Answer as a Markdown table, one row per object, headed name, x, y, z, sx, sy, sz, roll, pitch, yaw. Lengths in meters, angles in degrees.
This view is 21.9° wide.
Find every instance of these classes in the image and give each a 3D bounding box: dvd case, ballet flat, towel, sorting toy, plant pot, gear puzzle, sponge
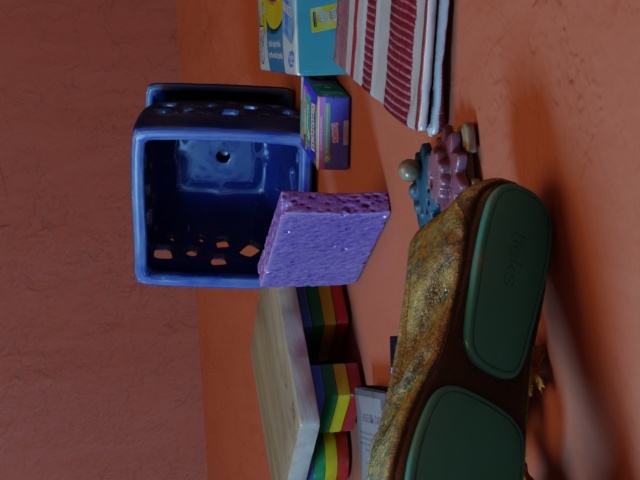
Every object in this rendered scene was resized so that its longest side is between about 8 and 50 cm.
| name | x | y | z | sx | sy | sz | roll | pitch | yaw |
| --- | --- | --- | --- | --- | --- | --- | --- | --- | --- |
| dvd case | 0.074 | 0.277 | 1.765 | 0.179 | 0.029 | 0.239 | 166 | 101 | -79 |
| ballet flat | 0.090 | 0.115 | 1.189 | 0.123 | 0.123 | 0.349 | 107 | 178 | -60 |
| towel | 0.072 | -0.253 | 1.611 | 0.329 | 0.037 | 0.237 | -125 | 36 | -67 |
| sorting toy | -0.016 | 0.173 | 2.034 | 0.255 | 0.089 | 0.257 | 102 | 161 | -54 |
| plant pot | -0.135 | -0.086 | 2.227 | 0.212 | 0.236 | 0.236 | -99 | 11 | -61 |
| gear puzzle | 0.111 | 0.074 | 1.475 | 0.175 | 0.044 | 0.339 | 143 | 122 | -77 |
| sponge | 0.000 | 0.000 | 1.831 | 0.210 | 0.117 | 0.031 | 112 | 155 | -65 |

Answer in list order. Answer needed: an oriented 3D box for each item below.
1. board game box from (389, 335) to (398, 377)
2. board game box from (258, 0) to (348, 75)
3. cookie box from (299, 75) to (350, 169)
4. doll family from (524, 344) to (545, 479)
| name | x | y | z | sx | sy | sz | roll | pitch | yaw |
| --- | --- | --- | --- | --- | --- | --- | --- | --- | --- |
| board game box | 0.086 | 0.204 | 1.592 | 0.136 | 0.035 | 0.201 | -78 | -13 | -80 |
| board game box | -0.021 | -0.364 | 1.928 | 0.254 | 0.079 | 0.336 | -150 | 57 | -76 |
| cookie box | 0.005 | -0.142 | 1.963 | 0.107 | 0.040 | 0.092 | -122 | 31 | -66 |
| doll family | 0.124 | 0.156 | 1.310 | 0.163 | 0.118 | 0.263 | 114 | 168 | -54 |
